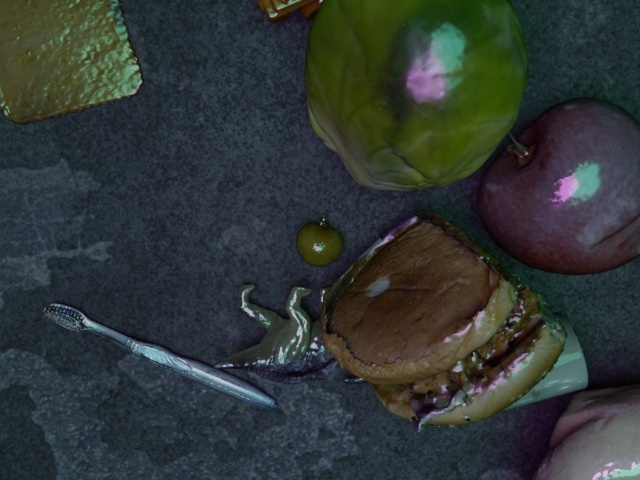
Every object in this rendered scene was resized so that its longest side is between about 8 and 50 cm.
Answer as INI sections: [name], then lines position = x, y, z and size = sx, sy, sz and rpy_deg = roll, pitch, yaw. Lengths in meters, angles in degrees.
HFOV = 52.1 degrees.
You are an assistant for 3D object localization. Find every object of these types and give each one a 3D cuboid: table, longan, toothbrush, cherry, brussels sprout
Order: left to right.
[toothbrush]
position = -0.260, 0.195, 1.083
size = 0.414, 0.042, 0.035
rpy_deg = 23, 96, -4
[longan]
position = 0.000, 0.000, 1.043
size = 0.075, 0.075, 0.083
rpy_deg = 14, 93, -1
[brussels sprout]
position = 0.135, -0.229, 0.913
size = 0.268, 0.344, 0.344
rpy_deg = -39, 96, -29
[table]
position = 0.289, 0.203, 1.036
size = 0.220, 0.126, 0.126
rpy_deg = -15, 96, 1
[cherry]
position = 0.375, -0.066, 0.962
size = 0.308, 0.221, 0.261
rpy_deg = 28, 118, -26

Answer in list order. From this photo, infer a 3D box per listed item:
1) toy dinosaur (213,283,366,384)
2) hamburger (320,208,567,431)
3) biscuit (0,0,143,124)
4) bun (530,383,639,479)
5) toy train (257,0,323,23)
[toy dinosaur]
position = -0.019, 0.153, 1.056
size = 0.294, 0.077, 0.162
rpy_deg = 2, 89, -2
[hamburger]
position = 0.152, 0.109, 0.927
size = 0.277, 0.318, 0.195
rpy_deg = -42, 120, 9
[biscuit]
position = -0.419, -0.318, 1.038
size = 0.237, 0.013, 0.231
rpy_deg = -14, 96, 1
[bun]
position = 0.484, 0.358, 1.000
size = 0.366, 0.219, 0.365
rpy_deg = -1, 121, -2
[toy train]
position = 0.057, -0.452, 0.912
size = 0.369, 0.231, 0.163
rpy_deg = -23, 93, 2
